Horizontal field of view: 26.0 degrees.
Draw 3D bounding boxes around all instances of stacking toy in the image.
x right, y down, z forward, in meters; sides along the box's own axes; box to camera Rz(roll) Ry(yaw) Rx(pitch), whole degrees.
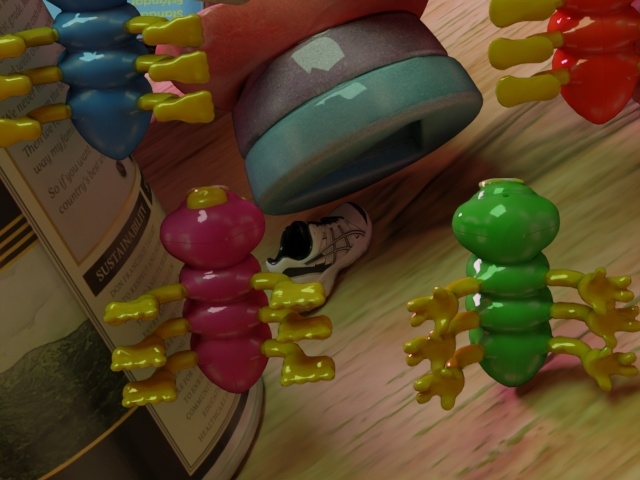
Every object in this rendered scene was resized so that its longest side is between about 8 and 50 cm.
[{"bbox_3d":[0.074,-0.104,0.649,0.309,0.130,0.279,-27,-10,11],"label":"stacking toy"}]

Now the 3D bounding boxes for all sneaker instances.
[{"bbox_3d":[0.000,0.000,0.720,0.032,0.037,0.083,-9,31,35],"label":"sneaker"}]

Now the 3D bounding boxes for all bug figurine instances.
[{"bbox_3d":[0.013,-0.036,0.543,0.279,0.216,0.072,-3,18,0],"label":"bug figurine"}]

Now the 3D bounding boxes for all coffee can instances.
[{"bbox_3d":[-0.172,0.002,0.609,0.201,0.275,0.201,-22,28,12],"label":"coffee can"}]

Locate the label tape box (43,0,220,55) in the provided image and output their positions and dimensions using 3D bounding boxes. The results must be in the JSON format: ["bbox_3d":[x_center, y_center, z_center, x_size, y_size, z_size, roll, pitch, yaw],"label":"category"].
[{"bbox_3d":[-0.179,-0.162,0.867,0.240,0.106,0.334,-2,4,1],"label":"label tape box"}]
